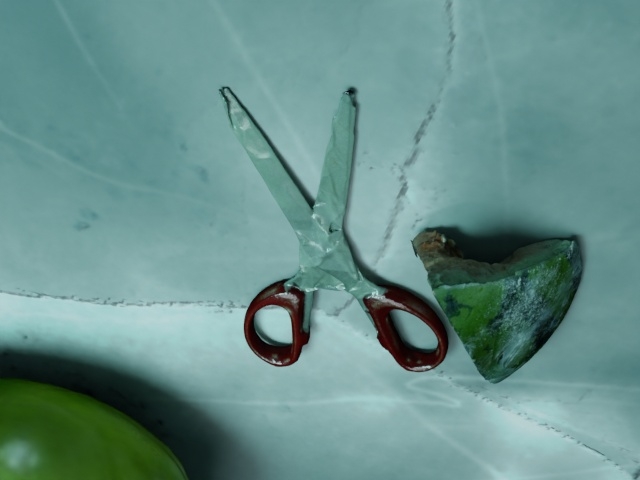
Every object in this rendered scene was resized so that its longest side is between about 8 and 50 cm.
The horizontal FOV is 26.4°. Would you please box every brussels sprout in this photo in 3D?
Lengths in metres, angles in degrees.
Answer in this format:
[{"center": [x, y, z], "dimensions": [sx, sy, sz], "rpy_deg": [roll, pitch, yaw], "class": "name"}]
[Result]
[{"center": [-0.249, 0.260, 1.040], "dimensions": [0.344, 0.268, 0.344], "rpy_deg": [0, 126, 0], "class": "brussels sprout"}]

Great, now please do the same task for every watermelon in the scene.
[{"center": [0.118, 0.040, 0.866], "dimensions": [0.101, 0.080, 0.155], "rpy_deg": [-28, 129, -6], "class": "watermelon"}]

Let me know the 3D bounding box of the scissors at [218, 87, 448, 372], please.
[{"center": [0.000, 0.000, 0.875], "dimensions": [0.144, 0.017, 0.248], "rpy_deg": [1, 136, 15], "class": "scissors"}]
